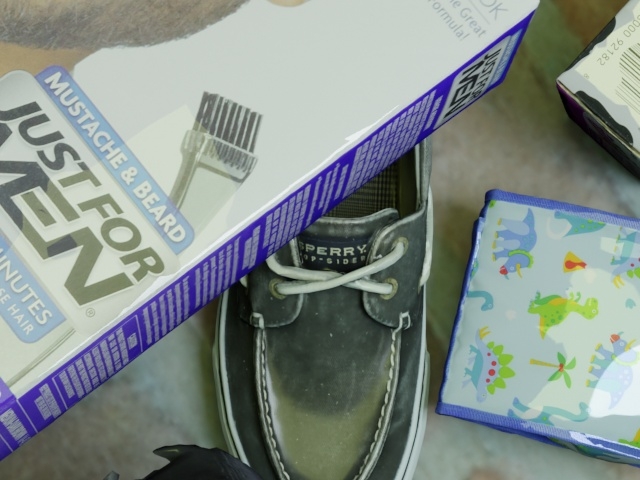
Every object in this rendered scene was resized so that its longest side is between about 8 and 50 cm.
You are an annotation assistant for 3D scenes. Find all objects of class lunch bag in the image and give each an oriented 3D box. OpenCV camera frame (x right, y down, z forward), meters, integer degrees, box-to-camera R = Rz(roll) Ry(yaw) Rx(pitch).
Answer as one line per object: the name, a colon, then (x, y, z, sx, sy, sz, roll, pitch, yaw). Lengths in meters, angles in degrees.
lunch bag: (0.146, 0.051, 0.874, 0.151, 0.096, 0.129, 15, 81, -8)

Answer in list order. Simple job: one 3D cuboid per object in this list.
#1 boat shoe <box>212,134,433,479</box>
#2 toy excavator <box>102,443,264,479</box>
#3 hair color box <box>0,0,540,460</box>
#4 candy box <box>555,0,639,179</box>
boat shoe: (0.000, 0.000, 0.867, 0.121, 0.119, 0.335, -1, 81, -1)
toy excavator: (-0.025, 0.331, 0.691, 0.433, 0.222, 0.445, -7, 112, -22)
hair color box: (-0.087, -0.066, 0.760, 0.339, 0.110, 0.185, -38, 80, -14)
candy box: (0.230, -0.138, 0.847, 0.071, 0.159, 0.233, 43, 97, 9)
